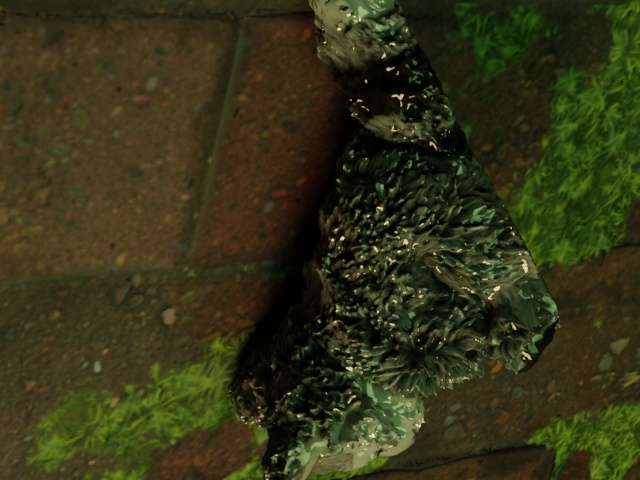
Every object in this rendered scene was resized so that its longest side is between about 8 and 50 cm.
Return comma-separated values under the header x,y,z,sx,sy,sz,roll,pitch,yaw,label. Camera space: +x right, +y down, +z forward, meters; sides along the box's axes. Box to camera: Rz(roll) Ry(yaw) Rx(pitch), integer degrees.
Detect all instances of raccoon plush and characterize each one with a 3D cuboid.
x,y,z,sx,sy,sz,roll,pitch,yaw,label
0.000,0.000,1.497,0.299,0.216,0.446,-28,105,3,raccoon plush
